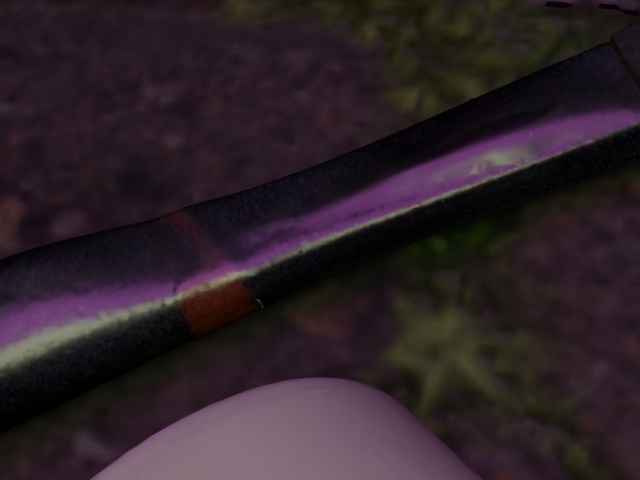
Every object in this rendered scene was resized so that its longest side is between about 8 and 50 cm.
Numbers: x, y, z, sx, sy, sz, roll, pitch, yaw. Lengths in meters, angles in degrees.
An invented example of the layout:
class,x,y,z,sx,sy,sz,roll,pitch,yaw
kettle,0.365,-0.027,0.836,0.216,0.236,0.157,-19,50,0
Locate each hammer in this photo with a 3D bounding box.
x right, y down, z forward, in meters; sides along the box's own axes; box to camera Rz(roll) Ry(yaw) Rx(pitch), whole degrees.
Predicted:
class,x,y,z,sx,sy,sz,roll,pitch,yaw
hammer,0.000,0.000,0.468,0.290,0.037,0.137,-23,55,-3

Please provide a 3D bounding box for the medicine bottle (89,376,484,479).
class,x,y,z,sx,sy,sz,roll,pitch,yaw
medicine bottle,0.042,0.145,0.310,0.139,0.139,0.237,-41,60,-14
